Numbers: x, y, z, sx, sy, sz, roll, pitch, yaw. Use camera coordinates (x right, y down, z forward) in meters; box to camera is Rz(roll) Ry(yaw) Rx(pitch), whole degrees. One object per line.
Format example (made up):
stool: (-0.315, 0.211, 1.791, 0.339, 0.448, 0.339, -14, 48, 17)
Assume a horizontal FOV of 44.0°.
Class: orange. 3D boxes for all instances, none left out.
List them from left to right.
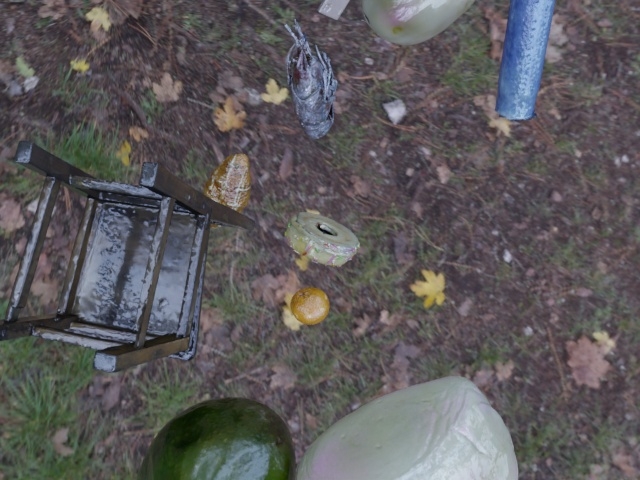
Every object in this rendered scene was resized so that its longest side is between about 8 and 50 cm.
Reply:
orange: (-0.022, 0.133, 1.628, 0.083, 0.083, 0.070, -25, 114, -7)

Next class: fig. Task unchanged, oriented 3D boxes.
fig: (-0.128, 0.279, 0.918, 0.195, 0.245, 0.195, -1, 84, 13)

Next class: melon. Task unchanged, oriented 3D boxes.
melon: (0.222, -0.559, 1.693, 0.317, 0.223, 0.223, -40, 114, 22)

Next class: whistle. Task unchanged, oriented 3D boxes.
whistle: (0.278, -0.303, 1.041, 0.062, 0.062, 0.304, -10, 129, -12)

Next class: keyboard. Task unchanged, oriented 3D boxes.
keyboard: (0.053, -0.517, 1.562, 0.055, 0.017, 0.166, 11, 125, -39)

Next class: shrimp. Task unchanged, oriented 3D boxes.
shrimp: (-0.010, -0.178, 0.880, 0.056, 0.065, 0.165, 9, 139, 13)

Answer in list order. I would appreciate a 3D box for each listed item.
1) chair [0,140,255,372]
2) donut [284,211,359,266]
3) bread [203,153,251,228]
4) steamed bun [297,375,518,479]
chair: (-0.248, 0.042, 1.075, 0.203, 0.416, 0.241, 8, 83, 12)
donut: (0.000, 0.000, 1.752, 0.174, 0.175, 0.068, 18, 113, -19)
bread: (-0.217, -0.095, 1.786, 0.105, 0.076, 0.233, 29, 130, -5)
steamed bun: (0.103, 0.271, 0.881, 0.238, 0.152, 0.170, -27, 110, 10)
